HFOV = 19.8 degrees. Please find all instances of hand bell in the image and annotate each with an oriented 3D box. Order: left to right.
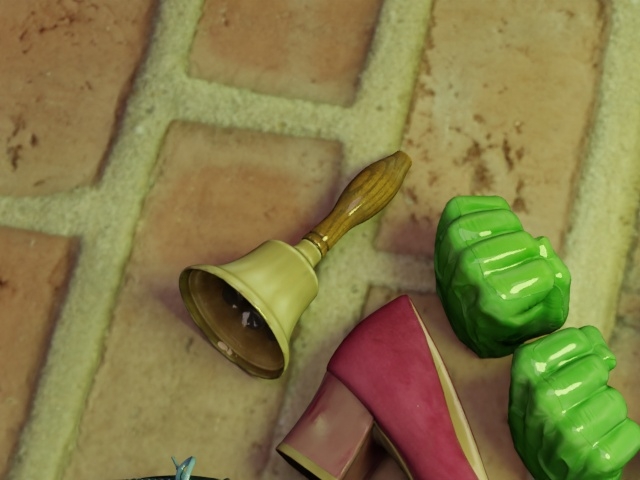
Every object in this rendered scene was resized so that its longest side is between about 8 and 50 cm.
[{"bbox_3d":[0.000,0.000,1.645,0.126,0.126,0.242,36,61,19],"label":"hand bell"}]

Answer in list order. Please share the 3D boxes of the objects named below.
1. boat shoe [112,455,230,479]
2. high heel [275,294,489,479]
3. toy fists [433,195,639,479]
[{"bbox_3d":[-0.083,0.229,1.539,0.258,0.089,0.109,0,66,5],"label":"boat shoe"},{"bbox_3d":[0.154,0.196,1.510,0.377,0.127,0.181,33,77,18],"label":"high heel"},{"bbox_3d":[0.180,0.086,1.550,0.096,0.142,0.279,-23,66,-5],"label":"toy fists"}]
